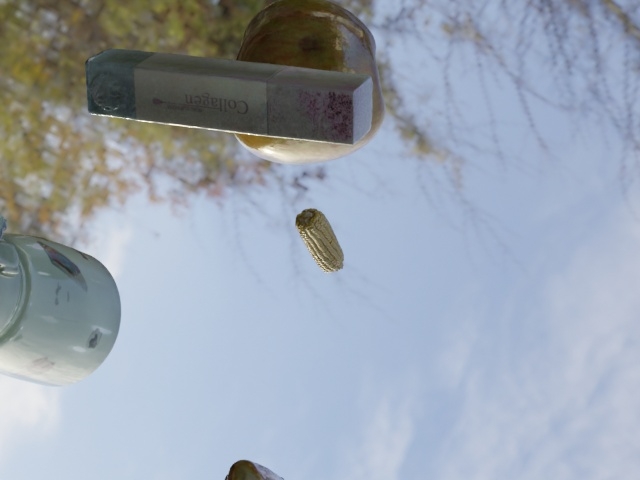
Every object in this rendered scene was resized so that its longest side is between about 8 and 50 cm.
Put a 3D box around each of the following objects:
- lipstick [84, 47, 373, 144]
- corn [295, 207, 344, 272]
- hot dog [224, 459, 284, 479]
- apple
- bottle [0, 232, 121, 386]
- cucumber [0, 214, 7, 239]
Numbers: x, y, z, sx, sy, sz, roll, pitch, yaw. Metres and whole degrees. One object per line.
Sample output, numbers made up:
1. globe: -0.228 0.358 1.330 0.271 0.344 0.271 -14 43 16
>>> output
1. lipstick: -0.102 -0.160 1.588 0.068 0.317 0.066 -46 140 -61
2. corn: 0.000 0.000 1.599 0.037 0.092 0.037 -16 -138 14
3. hot dog: -0.054 0.304 1.642 0.061 0.286 0.088 -46 -114 -5
4. apple: -0.015 -0.241 2.227 0.264 0.264 0.264 -46 -152 33
5. bottle: -0.456 0.088 2.015 0.229 0.351 0.229 -5 -103 22
6. cucumber: -0.467 -0.033 1.823 0.116 0.115 0.062 66 33 -61
